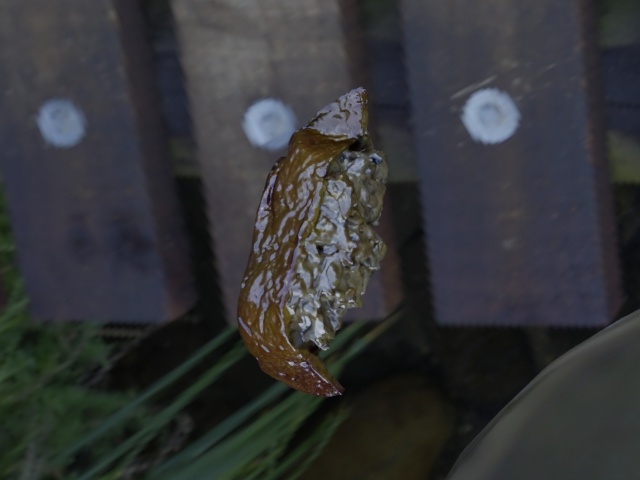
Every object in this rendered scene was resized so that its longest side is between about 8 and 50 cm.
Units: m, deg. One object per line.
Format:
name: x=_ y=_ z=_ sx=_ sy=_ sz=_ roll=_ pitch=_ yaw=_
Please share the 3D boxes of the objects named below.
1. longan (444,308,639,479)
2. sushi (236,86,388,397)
longan: x=0.156 y=0.143 z=0.470 sx=0.297 sy=0.297 sz=0.297 roll=10 pitch=112 yaw=27
sushi: x=0.000 y=0.000 z=0.820 sx=0.055 sy=0.052 sz=0.120 roll=2 pitch=68 yaw=39
